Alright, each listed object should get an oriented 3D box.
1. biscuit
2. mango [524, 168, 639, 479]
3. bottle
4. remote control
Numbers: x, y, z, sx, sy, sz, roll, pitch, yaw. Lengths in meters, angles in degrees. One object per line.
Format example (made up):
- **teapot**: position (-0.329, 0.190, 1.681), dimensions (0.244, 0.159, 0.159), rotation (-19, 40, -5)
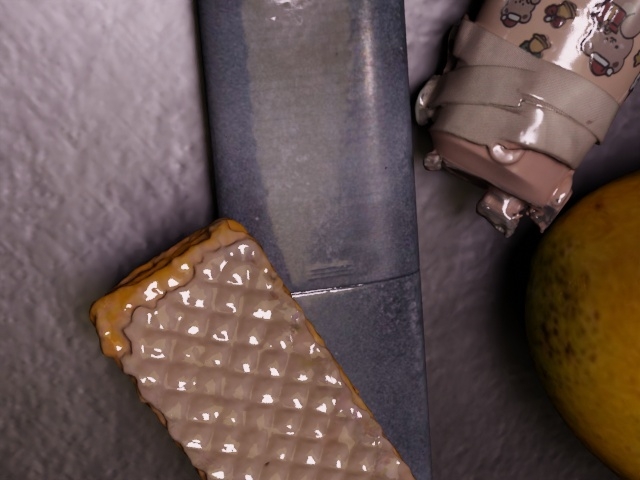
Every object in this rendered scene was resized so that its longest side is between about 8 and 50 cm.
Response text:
- **biscuit**: position (0.019, 0.159, 0.691), dimensions (0.094, 0.054, 0.378), rotation (-33, 108, -2)
- **mango**: position (0.296, 0.038, 0.690), dimensions (0.378, 0.221, 0.264), rotation (-6, 110, -1)
- **bottle**: position (0.108, -0.081, 0.672), dimensions (0.099, 0.099, 0.152), rotation (29, 93, -18)
- **remote control**: position (0.000, 0.000, 0.698), dimensions (0.107, 0.044, 0.377), rotation (-6, 106, -6)
